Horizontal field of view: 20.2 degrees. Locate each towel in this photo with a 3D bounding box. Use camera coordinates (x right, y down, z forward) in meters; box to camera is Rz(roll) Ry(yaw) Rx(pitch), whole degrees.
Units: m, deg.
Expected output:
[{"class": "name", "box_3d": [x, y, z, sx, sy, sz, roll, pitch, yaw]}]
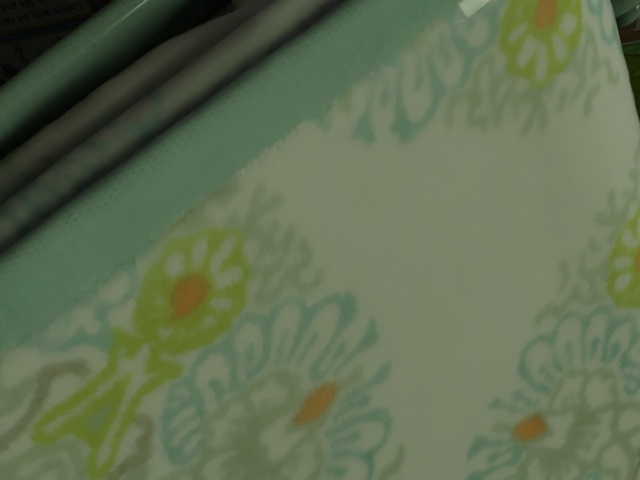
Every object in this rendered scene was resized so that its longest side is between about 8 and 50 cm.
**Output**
[{"class": "towel", "box_3d": [-0.021, 0.063, 0.647, 0.090, 0.374, 0.320, 33, -26, 44]}]

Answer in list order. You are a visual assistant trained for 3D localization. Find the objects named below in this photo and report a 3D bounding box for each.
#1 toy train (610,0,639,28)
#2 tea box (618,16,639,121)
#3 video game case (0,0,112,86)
[{"class": "toy train", "box_3d": [0.127, -0.202, 0.862, 0.142, 0.190, 0.334, 58, -6, -20]}, {"class": "tea box", "box_3d": [0.177, -0.140, 1.430, 0.323, 0.329, 0.220, 63, 24, -47]}, {"class": "video game case", "box_3d": [-0.048, -0.131, 0.694, 0.061, 0.269, 0.244, -88, 163, -50]}]
